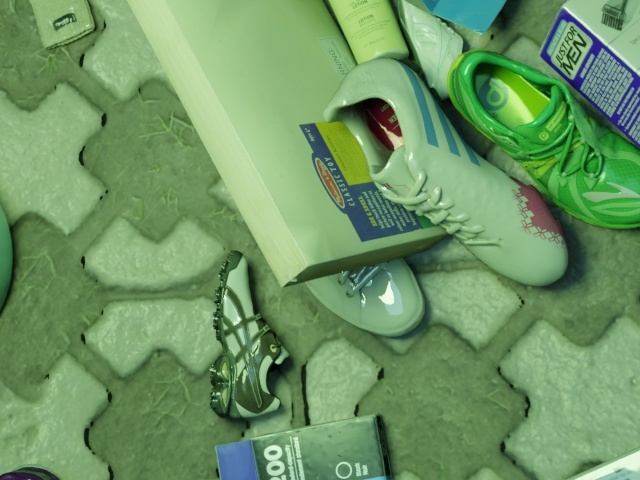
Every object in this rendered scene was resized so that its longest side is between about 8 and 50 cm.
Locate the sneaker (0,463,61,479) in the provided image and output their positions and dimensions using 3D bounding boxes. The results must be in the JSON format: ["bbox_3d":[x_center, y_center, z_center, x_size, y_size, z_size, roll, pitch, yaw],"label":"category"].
[{"bbox_3d":[-0.289,0.335,1.941,0.224,0.098,0.083,23,88,15],"label":"sneaker"}]

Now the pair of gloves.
[{"bbox_3d":[-0.279,-0.374,2.060,0.240,0.042,0.204,-29,83,13],"label":"pair of gloves"}]

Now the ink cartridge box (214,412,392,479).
[{"bbox_3d":[-0.014,0.318,1.909,0.208,0.045,0.206,-13,81,12],"label":"ink cartridge box"}]

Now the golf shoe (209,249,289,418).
[{"bbox_3d":[-0.083,0.110,1.945,0.094,0.077,0.198,1,87,-1],"label":"golf shoe"}]

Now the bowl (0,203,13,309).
[{"bbox_3d":[-0.536,0.028,1.953,0.312,0.163,0.311,1,102,5],"label":"bowl"}]

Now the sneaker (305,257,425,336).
[{"bbox_3d":[0.000,0.000,1.908,0.290,0.123,0.106,44,92,13],"label":"sneaker"}]

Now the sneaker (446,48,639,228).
[{"bbox_3d":[0.263,-0.110,1.854,0.296,0.123,0.109,35,92,6],"label":"sneaker"}]

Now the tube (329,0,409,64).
[{"bbox_3d":[0.034,-0.313,1.974,0.070,0.062,0.240,-9,69,-32],"label":"tube"}]

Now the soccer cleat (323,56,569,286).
[{"bbox_3d":[0.132,-0.058,1.846,0.331,0.143,0.116,47,133,3],"label":"soccer cleat"}]

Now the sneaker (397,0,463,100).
[{"bbox_3d":[0.132,-0.236,1.949,0.061,0.053,0.152,-19,82,-5],"label":"sneaker"}]

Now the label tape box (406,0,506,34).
[{"bbox_3d":[0.100,-0.428,1.921,0.348,0.115,0.249,30,77,17],"label":"label tape box"}]

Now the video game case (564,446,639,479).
[{"bbox_3d":[0.351,0.390,1.806,0.329,0.036,0.299,-27,78,13],"label":"video game case"}]

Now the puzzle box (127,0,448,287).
[{"bbox_3d":[-0.039,-0.151,1.865,0.052,0.272,0.408,-38,74,36],"label":"puzzle box"}]

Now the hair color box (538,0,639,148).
[{"bbox_3d":[0.427,-0.165,1.805,0.185,0.110,0.339,-38,76,-25],"label":"hair color box"}]
